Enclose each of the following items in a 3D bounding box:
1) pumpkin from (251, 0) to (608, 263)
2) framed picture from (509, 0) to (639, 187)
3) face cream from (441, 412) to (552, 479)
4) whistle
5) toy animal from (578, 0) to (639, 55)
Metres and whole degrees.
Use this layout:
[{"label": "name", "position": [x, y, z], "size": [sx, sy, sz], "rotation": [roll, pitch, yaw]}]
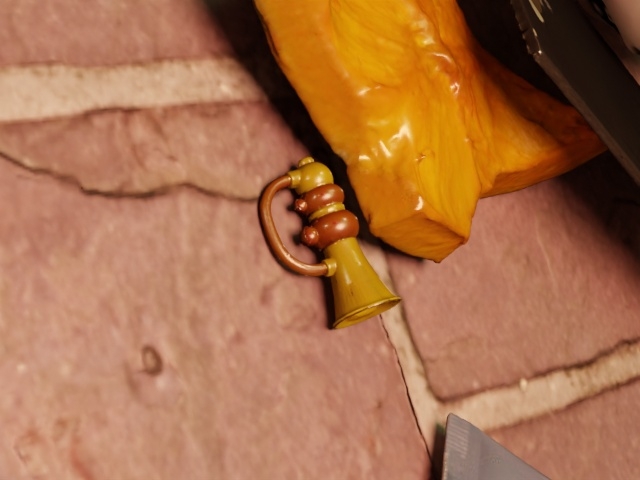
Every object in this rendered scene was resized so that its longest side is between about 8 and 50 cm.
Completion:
[{"label": "pumpkin", "position": [0.072, -0.112, 1.076], "size": [0.290, 0.095, 0.258], "rotation": [55, 37, -15]}, {"label": "framed picture", "position": [0.216, -0.105, 1.184], "size": [0.324, 0.013, 0.244], "rotation": [43, 23, -35]}, {"label": "face cream", "position": [0.219, 0.254, 1.064], "size": [0.385, 0.086, 0.136], "rotation": [32, 48, -25]}, {"label": "whistle", "position": [0.000, 0.003, 0.999], "size": [0.109, 0.057, 0.046], "rotation": [62, -4, 10]}, {"label": "toy animal", "position": [0.299, -0.284, 1.267], "size": [0.251, 0.251, 0.310], "rotation": [19, 55, -39]}]
